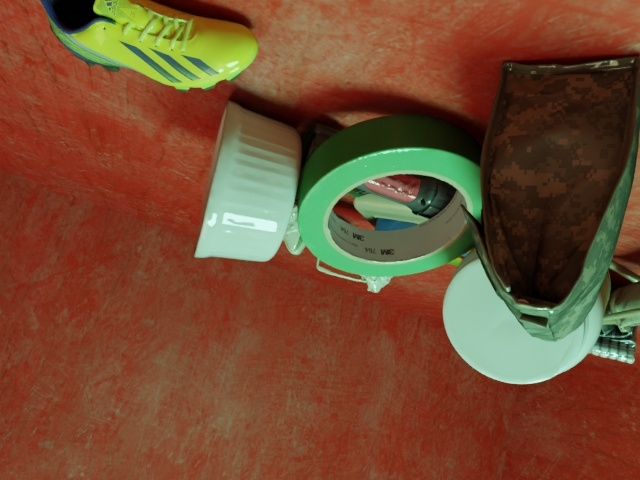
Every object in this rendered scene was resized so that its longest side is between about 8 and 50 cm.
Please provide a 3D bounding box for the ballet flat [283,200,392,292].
[{"bbox_3d":[0.000,0.000,1.149,0.409,0.147,0.147,29,169,9],"label":"ballet flat"}]

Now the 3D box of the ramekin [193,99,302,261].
[{"bbox_3d":[-0.131,-0.094,0.834,0.135,0.277,0.277,12,169,-17],"label":"ramekin"}]

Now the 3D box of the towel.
[{"bbox_3d":[0.647,0.174,1.154,0.235,0.121,0.284,9,-166,35],"label":"towel"}]

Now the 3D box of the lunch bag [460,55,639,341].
[{"bbox_3d":[0.273,-0.026,0.570,0.169,0.287,0.235,8,166,30],"label":"lunch bag"}]

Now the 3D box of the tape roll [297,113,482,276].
[{"bbox_3d":[0.122,-0.056,0.777,0.321,0.077,0.321,-2,143,-1],"label":"tape roll"}]

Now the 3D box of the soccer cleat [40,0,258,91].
[{"bbox_3d":[-0.223,-0.268,0.598,0.289,0.093,0.121,12,160,14],"label":"soccer cleat"}]

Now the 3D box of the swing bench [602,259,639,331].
[{"bbox_3d":[0.685,0.101,0.874,0.255,0.165,0.253,14,167,6],"label":"swing bench"}]

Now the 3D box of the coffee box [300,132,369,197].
[{"bbox_3d":[0.027,-0.143,0.926,0.184,0.040,0.113,21,167,-18],"label":"coffee box"}]

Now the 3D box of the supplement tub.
[{"bbox_3d":[0.373,0.099,0.840,0.241,0.241,0.331,8,-170,33],"label":"supplement tub"}]

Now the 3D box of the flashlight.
[{"bbox_3d":[0.109,-0.114,0.836,0.304,0.103,0.103,17,128,-16],"label":"flashlight"}]

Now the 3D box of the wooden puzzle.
[{"bbox_3d":[0.266,-0.004,1.129,0.322,0.080,0.348,11,166,24],"label":"wooden puzzle"}]
